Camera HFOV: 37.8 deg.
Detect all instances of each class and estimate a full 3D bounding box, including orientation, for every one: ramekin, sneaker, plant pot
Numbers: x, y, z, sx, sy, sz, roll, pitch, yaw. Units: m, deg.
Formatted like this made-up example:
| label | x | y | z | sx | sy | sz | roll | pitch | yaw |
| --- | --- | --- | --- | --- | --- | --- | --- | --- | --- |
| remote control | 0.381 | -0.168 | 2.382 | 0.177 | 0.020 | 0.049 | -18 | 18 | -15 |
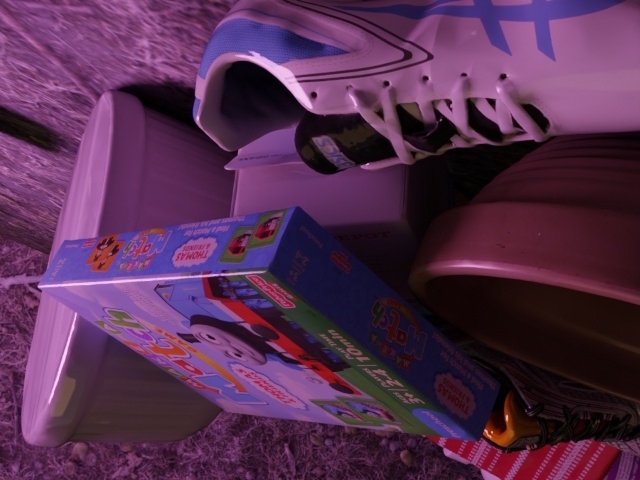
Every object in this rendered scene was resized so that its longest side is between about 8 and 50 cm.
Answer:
| label | x | y | z | sx | sy | sz | roll | pitch | yaw |
| --- | --- | --- | --- | --- | --- | --- | --- | --- | --- |
| ramekin | -0.134 | 0.030 | 0.714 | 0.127 | 0.273 | 0.273 | 13 | 172 | -20 |
| sneaker | 0.138 | 0.097 | 0.564 | 0.225 | 0.092 | 0.088 | 20 | 138 | 3 |
| sneaker | 0.044 | -0.060 | 0.375 | 0.237 | 0.086 | 0.085 | 10 | 163 | 41 |
| plant pot | 0.167 | 0.010 | 0.417 | 0.237 | 0.109 | 0.237 | 21 | 170 | 4 |

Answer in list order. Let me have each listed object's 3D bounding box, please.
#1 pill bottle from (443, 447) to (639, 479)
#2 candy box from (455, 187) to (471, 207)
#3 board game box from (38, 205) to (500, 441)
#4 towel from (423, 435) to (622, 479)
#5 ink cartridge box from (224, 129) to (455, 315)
| label | x | y | z | sx | sy | sz | roll | pitch | yaw |
| --- | --- | --- | --- | --- | --- | --- | --- | --- | --- |
| pill bottle | 0.348 | 0.319 | 1.419 | 0.301 | 0.169 | 0.169 | 21 | 169 | 0 |
| candy box | 0.038 | -0.038 | 0.640 | 0.105 | 0.027 | 0.206 | 10 | 164 | 46 |
| board game box | -0.035 | 0.049 | 0.506 | 0.211 | 0.039 | 0.160 | -5 | 143 | 48 |
| towel | 0.098 | 0.093 | 0.711 | 0.275 | 0.031 | 0.199 | 28 | 143 | 17 |
| ink cartridge box | 0.016 | -0.023 | 0.505 | 0.092 | 0.090 | 0.143 | -5 | 153 | 17 |
